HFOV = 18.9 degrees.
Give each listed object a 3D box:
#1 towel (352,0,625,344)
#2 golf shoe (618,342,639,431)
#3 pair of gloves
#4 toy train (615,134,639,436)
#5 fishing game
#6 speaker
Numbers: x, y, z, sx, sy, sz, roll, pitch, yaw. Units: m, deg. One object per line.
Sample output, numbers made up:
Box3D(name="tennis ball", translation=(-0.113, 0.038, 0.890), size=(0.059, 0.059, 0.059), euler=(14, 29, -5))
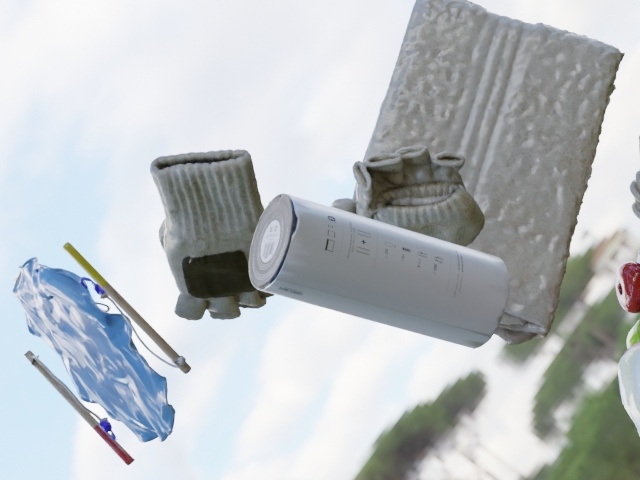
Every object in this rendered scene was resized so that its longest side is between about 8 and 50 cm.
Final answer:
Box3D(name="towel", translation=(0.131, -0.063, 1.578), size=(0.049, 0.187, 0.282), euler=(101, -173, -68))
Box3D(name="golf shoe", translation=(0.274, 0.016, 0.945), size=(0.306, 0.140, 0.115), euler=(-32, -65, -24))
Box3D(name="pair of gloves", translation=(0.000, 0.000, 1.417), size=(0.204, 0.240, 0.042), euler=(90, 178, -60))
Box3D(name="toy train", translation=(0.288, 0.053, 1.592), size=(0.105, 0.248, 0.143), euler=(-7, -28, -7))
Box3D(name="fishing game", translation=(-0.179, 0.084, 1.558), size=(0.041, 0.189, 0.264), euler=(-41, -11, -26))
Box3D(name="speaker", translation=(0.033, 0.018, 1.045), size=(0.055, 0.136, 0.055), euler=(-46, 36, 48))
